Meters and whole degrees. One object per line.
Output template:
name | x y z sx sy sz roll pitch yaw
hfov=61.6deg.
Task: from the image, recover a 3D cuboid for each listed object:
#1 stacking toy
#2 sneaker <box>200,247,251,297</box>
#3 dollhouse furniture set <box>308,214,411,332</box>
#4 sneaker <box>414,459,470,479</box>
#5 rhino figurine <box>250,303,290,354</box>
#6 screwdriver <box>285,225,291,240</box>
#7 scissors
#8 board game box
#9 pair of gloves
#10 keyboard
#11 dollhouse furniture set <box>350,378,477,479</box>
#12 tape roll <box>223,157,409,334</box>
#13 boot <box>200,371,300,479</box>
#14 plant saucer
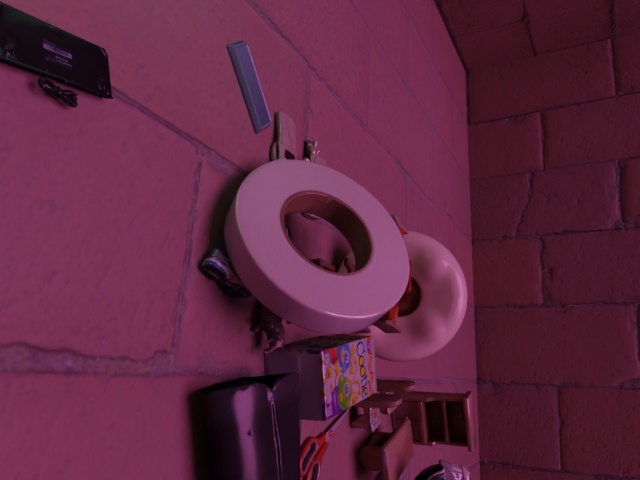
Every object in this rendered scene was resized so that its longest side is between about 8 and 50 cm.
stacking toy | 0.236 0.161 1.613 0.480 0.351 0.350 32 55 -80
sneaker | -0.168 0.061 1.015 0.135 0.052 0.058 55 34 -45
dollhouse furniture set | 0.094 0.094 1.290 0.135 0.259 0.261 41 50 -51
sneaker | 0.298 0.695 1.450 0.228 0.132 0.086 -64 -171 -4
rhino figurine | -0.080 0.139 1.145 0.106 0.073 0.243 49 43 -28
screwdriver | -0.077 0.051 1.238 0.024 0.025 0.169 -19 111 -63
scissors | 0.014 0.477 1.324 0.297 0.021 0.108 -48 125 -54
board game box | 0.010 0.299 1.215 0.275 0.142 0.144 5 81 -63
pair of gloves | -0.043 -0.177 1.314 0.240 0.042 0.204 38 52 -56
keyboard | -0.360 -0.237 0.726 0.180 0.023 0.108 6 73 -62
dollhouse furniture set | 0.289 0.590 1.584 0.394 0.257 0.361 -11 95 -63
tape roll | 0.000 0.000 1.080 0.392 0.072 0.391 18 47 -21
boot | -0.145 0.460 0.877 0.367 0.146 0.444 11 76 -66
plant saucer | -0.149 -0.332 1.163 0.067 0.018 0.191 -50 130 -54
